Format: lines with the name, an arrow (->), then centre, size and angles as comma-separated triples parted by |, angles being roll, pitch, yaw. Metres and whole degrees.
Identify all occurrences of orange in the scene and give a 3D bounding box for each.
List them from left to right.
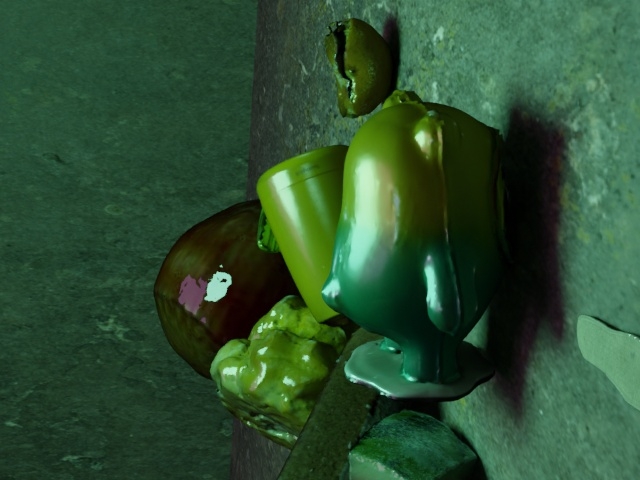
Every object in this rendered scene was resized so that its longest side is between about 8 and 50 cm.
orange -> 0.066, -0.288, 1.951 | 0.170, 0.112, 0.160 | 54, -159, -70

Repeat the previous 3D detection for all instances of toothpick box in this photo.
toothpick box -> 0.019, -0.001, 1.889 | 0.175, 0.175, 0.271 | 136, 115, -74

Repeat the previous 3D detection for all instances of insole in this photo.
insole -> 0.278, 0.111, 1.092 | 0.192, 0.010, 0.063 | -133, 46, -73

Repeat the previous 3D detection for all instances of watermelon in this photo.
watermelon -> 0.113, 0.360, 1.540 | 0.140, 0.193, 0.256 | 21, 116, 31

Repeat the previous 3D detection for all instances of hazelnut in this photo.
hazelnut -> -0.149, 0.096, 2.406 | 0.421, 0.353, 0.420 | 21, -90, -84

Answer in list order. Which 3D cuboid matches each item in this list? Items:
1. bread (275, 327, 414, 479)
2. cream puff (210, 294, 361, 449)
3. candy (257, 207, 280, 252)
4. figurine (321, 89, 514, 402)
bread -> 0.030, 0.310, 1.614 | 0.416, 0.113, 0.165 | -61, -27, -45
cream puff -> -0.014, 0.219, 1.995 | 0.257, 0.291, 0.324 | -61, -15, -22
candy -> 0.000, 0.000, 2.024 | 0.069, 0.246, 0.149 | -18, 50, 37
figurine -> 0.113, 0.000, 1.388 | 0.323, 0.231, 0.340 | -131, 38, -72
